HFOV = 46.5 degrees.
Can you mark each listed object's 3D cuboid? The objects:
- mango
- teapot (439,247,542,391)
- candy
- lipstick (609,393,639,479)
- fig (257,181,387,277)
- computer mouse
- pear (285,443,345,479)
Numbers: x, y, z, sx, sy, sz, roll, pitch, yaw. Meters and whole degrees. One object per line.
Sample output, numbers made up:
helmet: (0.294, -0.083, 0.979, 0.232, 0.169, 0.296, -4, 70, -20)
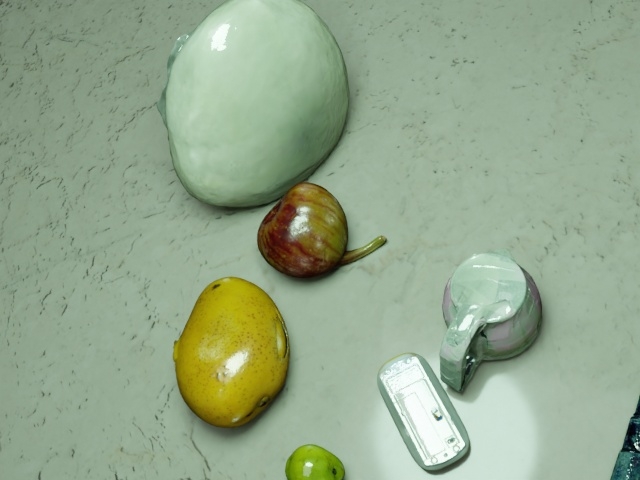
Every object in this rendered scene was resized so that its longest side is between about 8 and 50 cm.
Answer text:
mango: (-0.150, 0.184, 1.323, 0.191, 0.160, 0.290, -19, 52, 14)
teapot: (0.254, 0.115, 1.222, 0.222, 0.178, 0.163, -35, 61, -1)
candy: (-0.107, -0.253, 1.377, 0.386, 0.426, 0.186, -36, 51, -19)
lipstick: (0.503, 0.284, 1.151, 0.054, 0.053, 0.234, 18, 67, 22)
fig: (-0.007, 0.003, 1.379, 0.175, 0.207, 0.175, -42, 23, 23)
computer mouse: (0.168, 0.283, 1.241, 0.102, 0.045, 0.199, -29, 61, 0)
pear: (-0.009, 0.378, 1.223, 0.097, 0.092, 0.092, -16, 62, 9)
